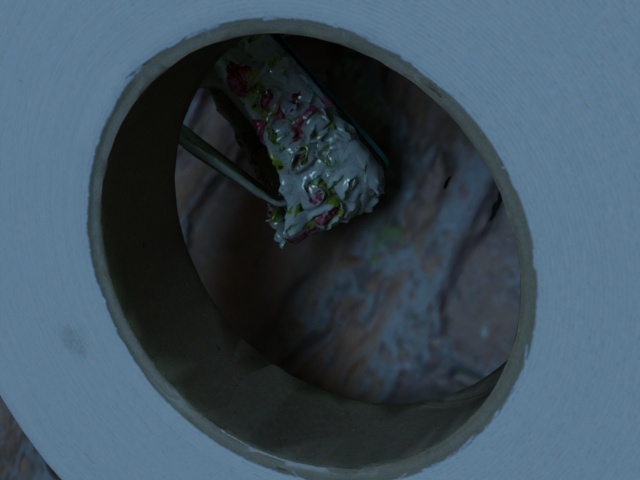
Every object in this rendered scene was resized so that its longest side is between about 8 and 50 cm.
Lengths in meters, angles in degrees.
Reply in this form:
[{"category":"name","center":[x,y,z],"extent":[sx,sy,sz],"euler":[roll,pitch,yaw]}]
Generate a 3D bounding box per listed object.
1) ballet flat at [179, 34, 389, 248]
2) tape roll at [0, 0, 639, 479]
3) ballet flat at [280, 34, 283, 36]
[{"category":"ballet flat","center":[-0.061,-0.094,0.608],"extent":[0.077,0.091,0.241],"euler":[-43,100,-8]},{"category":"tape roll","center":[0.000,0.000,0.528],"extent":[0.392,0.072,0.392],"euler":[10,114,23]},{"category":"ballet flat","center":[-0.110,-0.153,0.726],"extent":[0.342,0.116,0.124],"euler":[-1,104,33]}]
